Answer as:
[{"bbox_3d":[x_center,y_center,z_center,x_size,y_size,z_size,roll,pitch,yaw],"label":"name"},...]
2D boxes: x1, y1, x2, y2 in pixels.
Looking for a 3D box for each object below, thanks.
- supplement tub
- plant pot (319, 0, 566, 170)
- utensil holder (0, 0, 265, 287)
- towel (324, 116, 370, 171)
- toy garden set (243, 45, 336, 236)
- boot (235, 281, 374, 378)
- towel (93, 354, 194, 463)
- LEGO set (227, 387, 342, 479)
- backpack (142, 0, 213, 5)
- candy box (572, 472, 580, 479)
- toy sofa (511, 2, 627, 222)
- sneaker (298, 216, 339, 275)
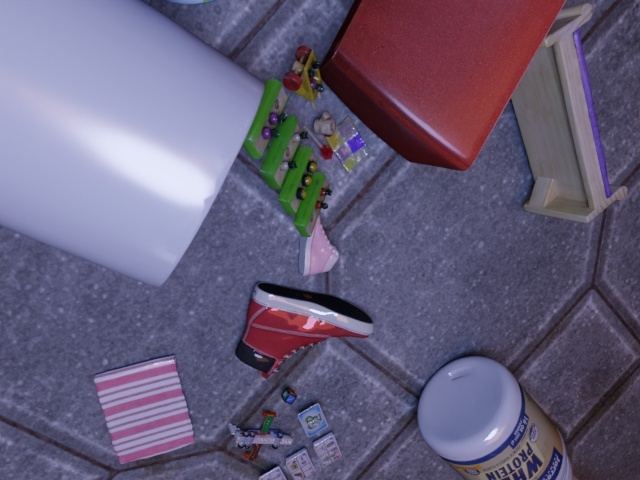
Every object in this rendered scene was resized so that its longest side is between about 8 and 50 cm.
[{"bbox_3d":[0.382,0.426,1.038,0.228,0.228,0.316,-44,114,-1],"label":"supplement tub"},{"bbox_3d":[0.145,-0.287,0.739,0.235,0.267,0.268,26,97,-12],"label":"plant pot"},{"bbox_3d":[-0.305,-0.155,0.570,0.385,0.327,0.328,29,97,-18],"label":"utensil holder"},{"bbox_3d":[0.049,-0.173,0.865,0.060,0.009,0.083,-36,113,-5],"label":"towel"},{"bbox_3d":[-0.017,-0.153,0.749,0.244,0.049,0.204,59,45,-53],"label":"toy garden set"},{"bbox_3d":[-0.030,0.190,0.915,0.244,0.088,0.176,15,102,-13],"label":"boot"},{"bbox_3d":[-0.323,0.314,0.892,0.144,0.029,0.197,-12,107,-14],"label":"towel"},{"bbox_3d":[-0.072,0.409,0.999,0.182,0.060,0.245,-26,121,-12],"label":"LEGO set"},{"bbox_3d":[-0.168,-0.413,0.535,0.290,0.355,0.273,-41,115,-2],"label":"backpack"},{"bbox_3d":[0.522,0.606,1.089,0.183,0.316,0.087,-43,113,-1],"label":"candy box"},{"bbox_3d":[0.446,-0.230,0.878,0.177,0.150,0.363,-35,115,-16],"label":"toy sofa"},{"bbox_3d":[0.000,0.000,0.882,0.070,0.051,0.135,-2,110,-19],"label":"sneaker"}]
